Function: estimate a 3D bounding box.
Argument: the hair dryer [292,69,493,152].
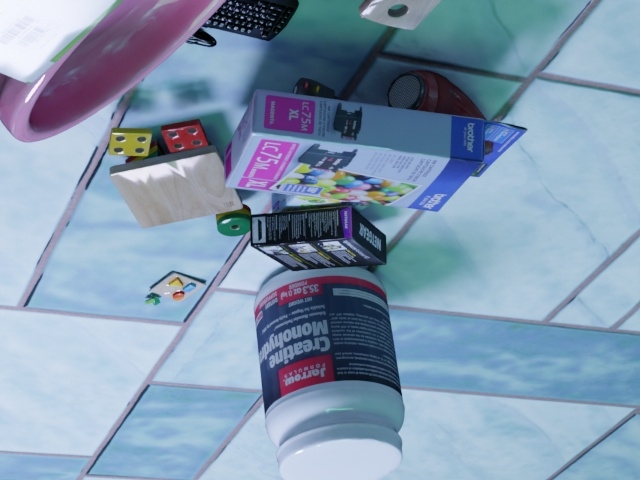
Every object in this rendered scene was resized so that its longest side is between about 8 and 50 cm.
[{"bbox_3d":[0.080,-0.139,1.880,0.294,0.080,0.223,6,163,-12],"label":"hair dryer"}]

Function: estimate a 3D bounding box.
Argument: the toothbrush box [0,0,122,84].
[{"bbox_3d":[-0.232,-0.306,1.294,0.122,0.283,0.206,19,140,-39],"label":"toothbrush box"}]

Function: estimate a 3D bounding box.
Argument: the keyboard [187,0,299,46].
[{"bbox_3d":[-0.124,-0.237,1.677,0.192,0.038,0.100,10,145,-26],"label":"keyboard"}]

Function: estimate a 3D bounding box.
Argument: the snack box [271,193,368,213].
[{"bbox_3d":[0.006,-0.056,1.972,0.100,0.037,0.141,5,165,-18],"label":"snack box"}]

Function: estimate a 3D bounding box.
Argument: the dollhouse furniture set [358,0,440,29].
[{"bbox_3d":[0.034,-0.304,1.508,0.184,0.129,0.129,10,145,-29],"label":"dollhouse furniture set"}]

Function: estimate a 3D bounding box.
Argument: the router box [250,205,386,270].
[{"bbox_3d":[0.000,0.000,2.028,0.133,0.046,0.179,-4,168,15],"label":"router box"}]

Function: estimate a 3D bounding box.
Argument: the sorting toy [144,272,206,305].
[{"bbox_3d":[-0.206,0.073,2.202,0.062,0.012,0.083,19,140,-38],"label":"sorting toy"}]

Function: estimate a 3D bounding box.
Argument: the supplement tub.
[{"bbox_3d":[0.012,0.185,2.184,0.191,0.272,0.191,-6,149,-3],"label":"supplement tub"}]

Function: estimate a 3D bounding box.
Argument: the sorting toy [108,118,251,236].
[{"bbox_3d":[-0.176,-0.082,1.916,0.132,0.046,0.274,-12,150,7],"label":"sorting toy"}]

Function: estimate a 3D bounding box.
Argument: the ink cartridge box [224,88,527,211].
[{"bbox_3d":[0.059,-0.095,1.792,0.311,0.065,0.186,4,163,-12],"label":"ink cartridge box"}]

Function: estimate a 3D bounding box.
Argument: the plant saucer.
[{"bbox_3d":[-0.184,-0.230,1.489,0.332,0.084,0.332,-42,178,-2],"label":"plant saucer"}]
